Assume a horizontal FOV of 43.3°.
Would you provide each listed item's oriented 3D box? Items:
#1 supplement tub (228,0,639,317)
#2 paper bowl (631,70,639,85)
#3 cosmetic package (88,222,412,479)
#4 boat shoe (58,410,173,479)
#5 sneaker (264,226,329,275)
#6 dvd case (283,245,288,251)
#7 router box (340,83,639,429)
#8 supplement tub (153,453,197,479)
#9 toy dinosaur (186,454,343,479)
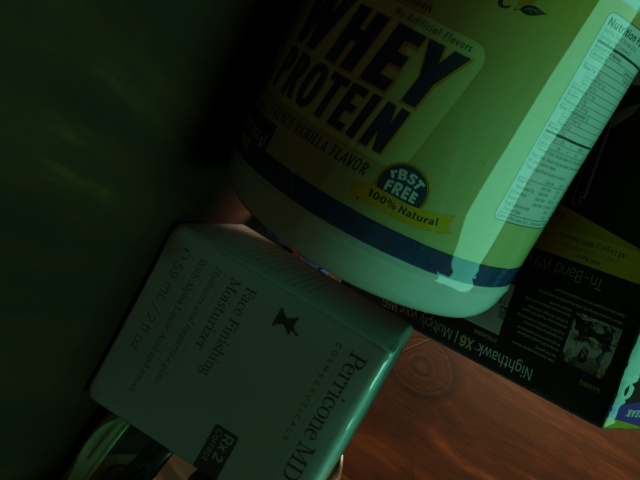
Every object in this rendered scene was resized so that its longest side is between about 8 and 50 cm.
[{"bbox_3d":[0.095,-0.132,0.561,0.316,0.228,0.228,-63,169,16],"label":"supplement tub"},{"bbox_3d":[0.313,-0.228,0.709,0.284,0.148,0.284,-163,-90,-73],"label":"paper bowl"},{"bbox_3d":[-0.046,0.094,0.639,0.151,0.184,0.151,-62,169,7],"label":"cosmetic package"},{"bbox_3d":[-0.192,0.241,0.660,0.223,0.073,0.080,-60,169,3],"label":"boat shoe"},{"bbox_3d":[0.000,0.000,0.846,0.087,0.083,0.221,-54,160,11],"label":"sneaker"},{"bbox_3d":[-0.016,-0.012,0.945,0.087,0.013,0.119,-39,155,-62],"label":"dvd case"},{"bbox_3d":[0.170,-0.017,0.683,0.081,0.309,0.243,13,99,-40],"label":"router box"},{"bbox_3d":[-0.140,0.336,0.835,0.272,0.191,0.191,-61,169,6],"label":"supplement tub"},{"bbox_3d":[-0.060,0.226,0.661,0.313,0.160,0.121,-41,151,-55],"label":"toy dinosaur"}]
